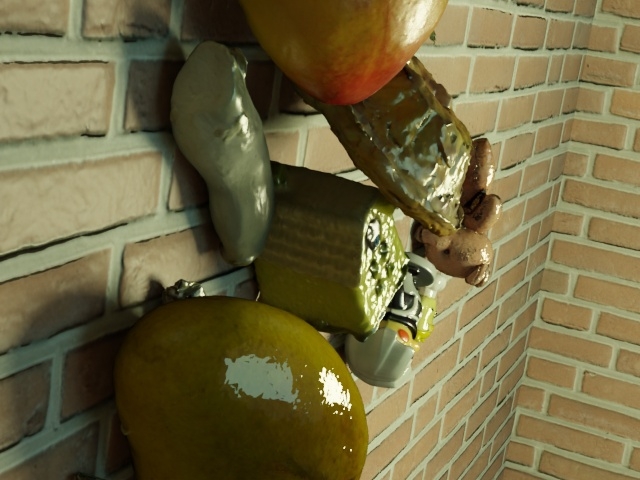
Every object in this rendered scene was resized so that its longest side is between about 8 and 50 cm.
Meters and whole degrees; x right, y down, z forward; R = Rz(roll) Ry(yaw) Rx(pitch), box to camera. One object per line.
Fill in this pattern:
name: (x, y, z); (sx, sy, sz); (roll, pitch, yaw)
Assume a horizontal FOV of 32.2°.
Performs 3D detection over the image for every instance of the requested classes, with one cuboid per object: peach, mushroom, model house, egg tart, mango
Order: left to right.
mushroom: (-0.107, -0.096, 1.335); (0.351, 0.097, 0.109); (79, 33, -52)
mango: (-0.106, 0.218, 1.343); (0.301, 0.220, 0.445); (-39, 135, -1)
model house: (0.000, 0.000, 1.528); (0.175, 0.193, 0.234); (-62, 155, -26)
peach: (0.029, -0.325, 1.269); (0.308, 0.289, 0.289); (57, 46, -32)
egg tart: (0.102, -0.166, 1.505); (0.150, 0.352, 0.352); (-40, 164, 15)

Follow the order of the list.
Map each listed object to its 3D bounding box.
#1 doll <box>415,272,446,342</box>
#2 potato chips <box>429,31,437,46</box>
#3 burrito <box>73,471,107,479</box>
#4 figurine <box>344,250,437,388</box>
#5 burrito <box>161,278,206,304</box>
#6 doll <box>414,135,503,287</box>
doll: (0.221, 0.135, 2.341); (0.106, 0.062, 0.163); (19, 84, -73)
potato chips: (0.168, -0.405, 1.925); (0.220, 0.029, 0.202); (-17, 116, -64)
burrito: (-0.254, 0.319, 1.288); (0.055, 0.041, 0.149); (-33, 134, -42)
figurine: (0.124, 0.152, 2.019); (0.176, 0.133, 0.236); (85, 21, -63)
burrito: (-0.158, 0.109, 1.392); (0.058, 0.045, 0.188); (-38, 146, -20)
doll: (0.269, -0.065, 2.250); (0.156, 0.201, 0.303); (-8, 109, -27)
